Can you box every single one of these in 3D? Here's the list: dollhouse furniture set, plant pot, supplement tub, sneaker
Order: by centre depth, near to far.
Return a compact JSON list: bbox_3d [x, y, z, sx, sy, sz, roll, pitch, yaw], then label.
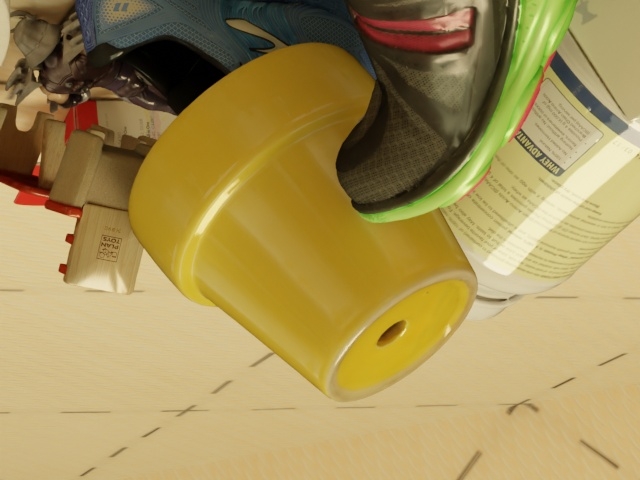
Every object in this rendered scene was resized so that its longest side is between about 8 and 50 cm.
[{"bbox_3d":[0.092,-0.202,1.426,0.202,0.185,0.483,24,138,3],"label":"sneaker"},{"bbox_3d":[0.000,0.000,1.691,0.254,0.239,0.254,-31,154,-17],"label":"plant pot"},{"bbox_3d":[-0.081,-0.166,1.748,0.330,0.147,0.130,10,159,-34],"label":"sneaker"},{"bbox_3d":[0.205,-0.097,1.830,0.235,0.235,0.325,9,138,-41],"label":"supplement tub"},{"bbox_3d":[-0.250,-0.045,1.855,0.262,0.135,0.259,12,-175,-33],"label":"dollhouse furniture set"}]

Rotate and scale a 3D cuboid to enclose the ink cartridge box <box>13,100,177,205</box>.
[{"bbox_3d":[-0.206,-0.091,2.088,0.231,0.078,0.134,0,162,-19],"label":"ink cartridge box"}]

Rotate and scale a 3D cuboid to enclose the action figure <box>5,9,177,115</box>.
[{"bbox_3d":[-0.176,-0.157,1.863,0.285,0.099,0.185,22,157,-30],"label":"action figure"}]

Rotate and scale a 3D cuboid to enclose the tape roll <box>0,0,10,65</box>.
[{"bbox_3d":[-0.441,-0.197,1.560,0.392,0.072,0.392,-3,152,-2],"label":"tape roll"}]

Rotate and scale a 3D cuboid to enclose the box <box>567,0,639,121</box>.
[{"bbox_3d":[0.304,-0.212,1.602,0.148,0.127,0.232,-29,-172,30],"label":"box"}]
